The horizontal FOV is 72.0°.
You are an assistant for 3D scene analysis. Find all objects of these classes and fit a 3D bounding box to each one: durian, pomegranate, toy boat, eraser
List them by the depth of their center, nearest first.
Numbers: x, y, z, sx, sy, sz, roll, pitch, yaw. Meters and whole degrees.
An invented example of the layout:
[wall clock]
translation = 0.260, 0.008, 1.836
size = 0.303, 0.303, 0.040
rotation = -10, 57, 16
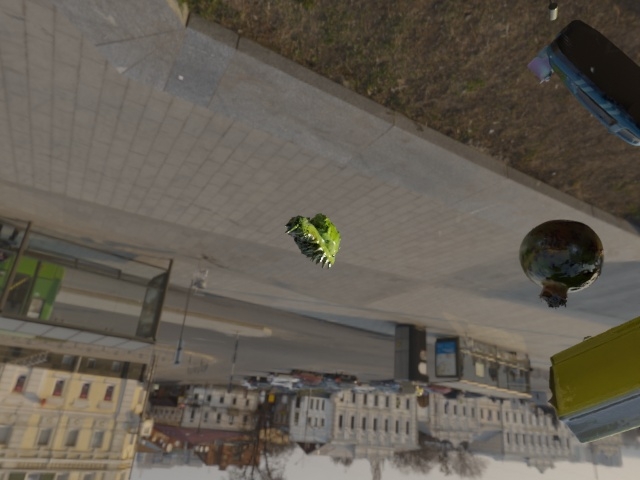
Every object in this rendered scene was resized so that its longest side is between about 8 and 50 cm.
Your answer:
[eraser]
translation = 0.460, 0.193, 0.657
size = 0.069, 0.158, 0.226
rotation = 46, 122, -4
[pomegranate]
translation = 0.374, 0.030, 0.681
size = 0.130, 0.130, 0.130
rotation = 5, 158, 2
[toy boat]
translation = 0.532, -0.264, 0.820
size = 0.299, 0.134, 0.092
rotation = 44, 151, 1
[durian]
translation = -0.007, 0.002, 1.134
size = 0.106, 0.132, 0.375
rotation = 12, 169, 14

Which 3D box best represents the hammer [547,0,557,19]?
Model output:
[hammer]
translation = 0.515, -0.554, 0.992
size = 0.019, 0.110, 0.035
rotation = -9, 164, 24
